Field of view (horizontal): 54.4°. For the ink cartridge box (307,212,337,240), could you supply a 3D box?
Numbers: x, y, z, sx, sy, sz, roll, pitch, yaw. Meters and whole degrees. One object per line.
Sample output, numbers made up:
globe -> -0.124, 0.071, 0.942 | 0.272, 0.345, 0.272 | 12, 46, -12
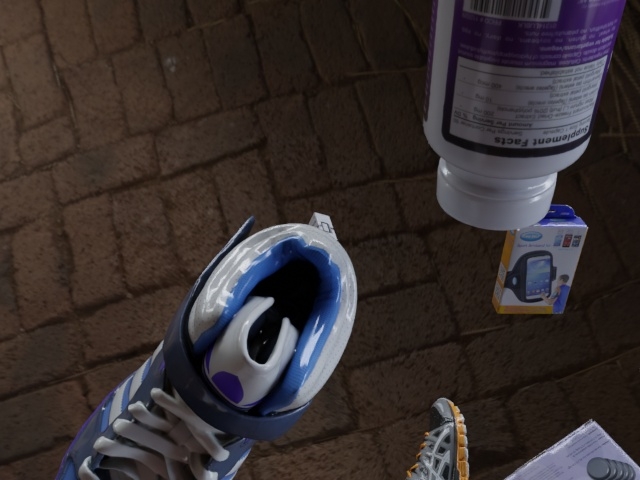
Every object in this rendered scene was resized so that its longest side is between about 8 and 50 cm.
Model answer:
ink cartridge box -> 0.000, 0.000, 0.975 | 0.028, 0.048, 0.083 | 15, 31, -21

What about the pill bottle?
pill bottle -> 0.120, -0.106, 0.387 | 0.108, 0.194, 0.108 | -1, 37, 1

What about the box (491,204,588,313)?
box -> 0.250, 0.024, 0.712 | 0.081, 0.136, 0.028 | 0, 33, -3

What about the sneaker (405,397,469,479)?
sneaker -> 0.149, 0.300, 0.802 | 0.083, 0.084, 0.215 | -2, 42, 11

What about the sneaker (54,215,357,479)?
sneaker -> -0.094, 0.120, 0.440 | 0.130, 0.236, 0.323 | 39, 70, 4

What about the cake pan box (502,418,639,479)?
cake pan box -> 0.348, 0.401, 0.808 | 0.266, 0.070, 0.246 | -24, 49, -22
